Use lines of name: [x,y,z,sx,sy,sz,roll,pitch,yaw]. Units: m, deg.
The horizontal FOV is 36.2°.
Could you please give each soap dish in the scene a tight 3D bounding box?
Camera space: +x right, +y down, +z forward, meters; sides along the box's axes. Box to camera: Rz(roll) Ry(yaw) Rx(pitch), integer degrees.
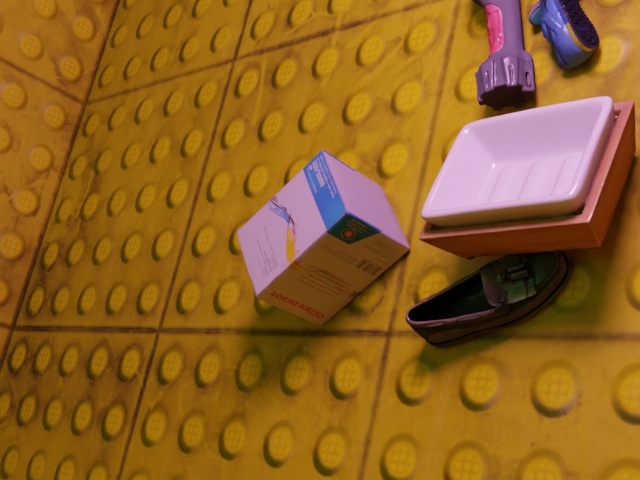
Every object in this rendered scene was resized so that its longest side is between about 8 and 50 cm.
soap dish: [0.310,-0.084,1.441,0.290,0.118,0.229,-6,46,45]

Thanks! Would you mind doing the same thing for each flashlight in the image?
flashlight: [0.296,-0.365,1.669,0.103,0.103,0.304,132,145,-58]

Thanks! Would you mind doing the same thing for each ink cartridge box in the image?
ink cartridge box: [0.000,0.000,1.720,0.232,0.171,0.168,-42,44,22]

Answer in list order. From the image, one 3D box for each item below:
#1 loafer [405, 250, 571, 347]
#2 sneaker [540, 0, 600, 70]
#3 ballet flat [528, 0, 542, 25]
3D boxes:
loafer: [0.248,0.085,1.476,0.267,0.084,0.096,-33,48,31]
sneaker: [0.377,-0.373,1.581,0.082,0.069,0.209,-43,59,53]
ballet flat: [0.394,-0.406,1.634,0.114,0.041,0.041,-37,46,26]
